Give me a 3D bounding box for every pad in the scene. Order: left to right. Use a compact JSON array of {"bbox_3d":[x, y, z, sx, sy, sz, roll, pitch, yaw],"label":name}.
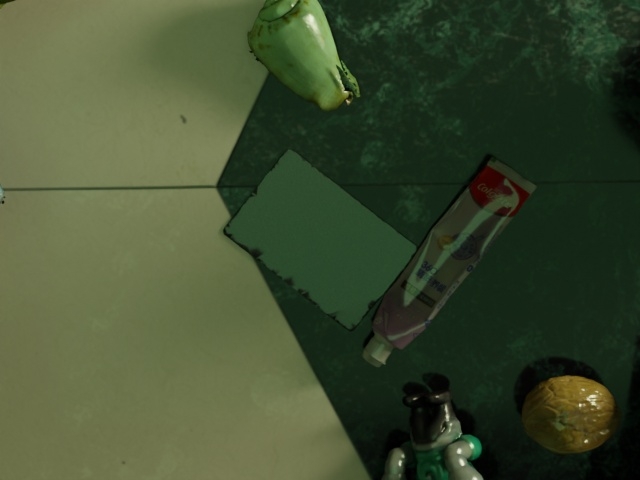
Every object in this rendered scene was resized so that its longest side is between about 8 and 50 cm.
[{"bbox_3d":[0.000,0.000,1.755,0.211,0.003,0.143,39,98,-3],"label":"pad"}]

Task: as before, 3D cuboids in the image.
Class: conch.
[{"bbox_3d":[-0.027,-0.227,1.693,0.106,0.079,0.170,-26,103,21],"label":"conch"}]

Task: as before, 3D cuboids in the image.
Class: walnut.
[{"bbox_3d":[0.312,0.216,1.723,0.125,0.105,0.105,-3,98,3],"label":"walnut"}]

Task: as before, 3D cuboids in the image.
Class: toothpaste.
[{"bbox_3d":[0.151,0.033,1.733,0.075,0.048,0.301,36,96,2],"label":"toothpaste"}]

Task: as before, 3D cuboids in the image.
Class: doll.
[{"bbox_3d":[0.137,0.331,1.733,0.195,0.153,0.258,-46,67,35],"label":"doll"}]

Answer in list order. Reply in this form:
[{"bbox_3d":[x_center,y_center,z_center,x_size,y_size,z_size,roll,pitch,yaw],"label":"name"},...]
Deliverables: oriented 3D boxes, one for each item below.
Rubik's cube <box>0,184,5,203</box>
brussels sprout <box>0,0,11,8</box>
[{"bbox_3d":[-0.504,-0.044,1.663,0.213,0.224,0.265,-53,55,42],"label":"Rubik's cube"},{"bbox_3d":[-0.411,-0.437,1.553,0.361,0.342,0.425,6,59,-28],"label":"brussels sprout"}]
